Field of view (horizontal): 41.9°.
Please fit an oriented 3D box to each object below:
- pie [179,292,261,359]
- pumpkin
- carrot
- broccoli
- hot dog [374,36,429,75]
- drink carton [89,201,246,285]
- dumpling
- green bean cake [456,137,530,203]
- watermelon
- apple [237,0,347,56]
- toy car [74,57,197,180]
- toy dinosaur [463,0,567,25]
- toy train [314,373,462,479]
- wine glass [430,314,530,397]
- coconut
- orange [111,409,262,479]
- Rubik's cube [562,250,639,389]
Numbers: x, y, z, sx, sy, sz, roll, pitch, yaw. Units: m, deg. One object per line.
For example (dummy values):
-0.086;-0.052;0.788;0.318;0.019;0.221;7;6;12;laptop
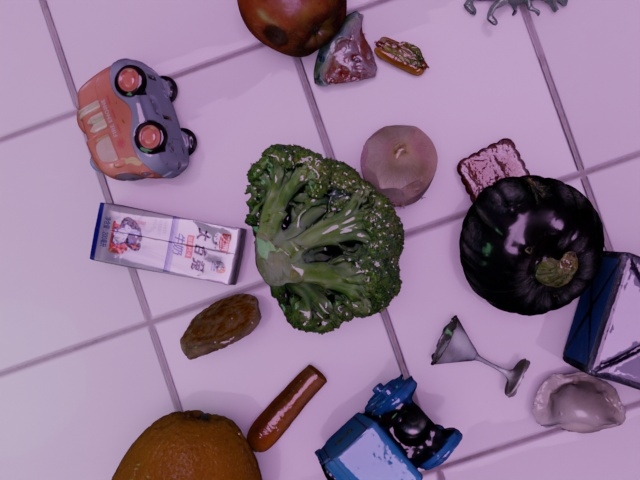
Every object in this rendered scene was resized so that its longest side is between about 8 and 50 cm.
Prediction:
-0.210;0.188;1.774;0.193;0.163;0.079;-26;107;10;pie
0.428;0.029;1.662;0.295;0.296;0.296;0;89;4;pumpkin
-0.079;0.367;1.806;0.067;0.067;0.225;42;91;3;carrot
0.007;0.002;1.683;0.320;0.310;0.414;-2;113;2;broccoli
0.176;-0.401;1.805;0.133;0.041;0.056;28;75;3;hot dog
-0.325;0.008;1.806;0.314;0.106;0.131;11;91;4;drink carton
0.539;0.338;1.749;0.187;0.108;0.127;0;63;18;dumpling
0.373;-0.135;1.784;0.135;0.056;0.135;-26;87;3;green bean cake
0.066;-0.404;1.805;0.139;0.071;0.187;29;91;0;watermelon
-0.054;-0.499;1.739;0.229;0.230;0.230;0;89;4;apple
-0.409;-0.241;1.787;0.212;0.180;0.271;-22;87;14;toy car
0.335;-0.526;1.785;0.382;0.076;0.130;15;84;0;toy dinosaur
0.127;0.412;1.673;0.265;0.300;0.188;-41;86;-8;toy train
0.336;0.250;1.755;0.182;0.122;0.122;28;91;2;wine glass
0.162;-0.154;1.732;0.170;0.183;0.171;0;82;3;coconut
-0.269;0.528;1.700;0.321;0.322;0.357;12;81;4;orange
0.658;0.175;1.662;0.254;0.260;0.259;16;93;5;Rubik's cube
